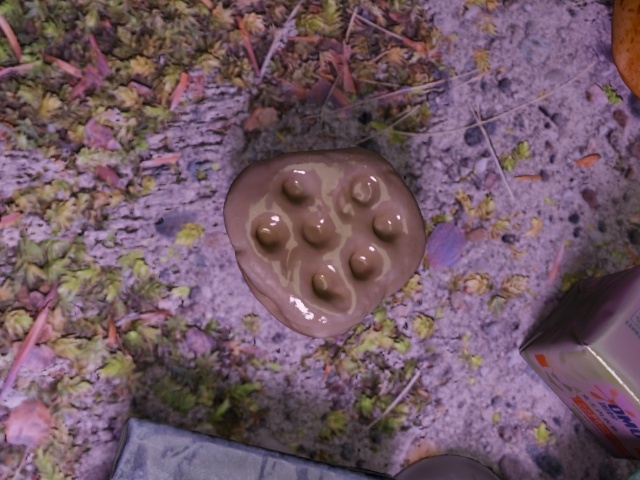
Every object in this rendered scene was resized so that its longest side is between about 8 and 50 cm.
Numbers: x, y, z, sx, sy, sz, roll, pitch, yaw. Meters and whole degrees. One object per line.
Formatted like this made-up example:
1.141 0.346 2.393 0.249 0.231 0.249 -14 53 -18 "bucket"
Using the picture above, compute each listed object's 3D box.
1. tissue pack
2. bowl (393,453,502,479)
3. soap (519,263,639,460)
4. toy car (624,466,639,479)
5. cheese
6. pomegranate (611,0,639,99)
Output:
-0.082 0.329 0.968 0.315 0.103 0.228 16 77 -12 "tissue pack"
0.158 0.339 1.036 0.189 0.086 0.189 2 81 -14 "bowl"
0.364 0.147 1.068 0.138 0.182 0.199 -43 92 -16 "soap"
0.273 0.366 1.002 0.321 0.141 0.097 -46 51 -1 "toy car"
0.000 0.000 1.037 0.235 0.117 0.218 16 78 -12 "cheese"
0.483 -0.265 1.148 0.248 0.248 0.248 2 80 -14 "pomegranate"
